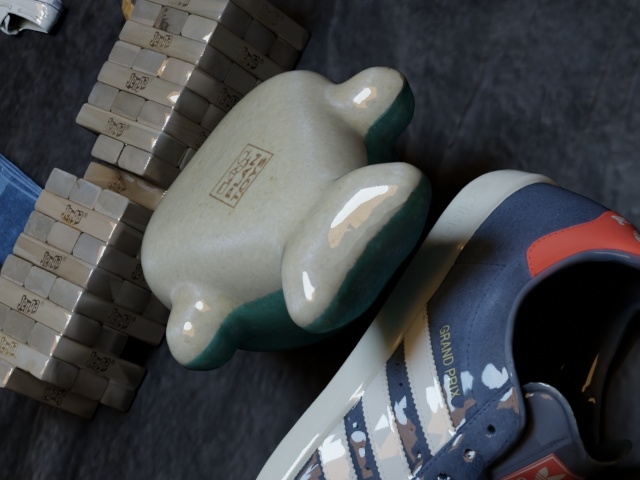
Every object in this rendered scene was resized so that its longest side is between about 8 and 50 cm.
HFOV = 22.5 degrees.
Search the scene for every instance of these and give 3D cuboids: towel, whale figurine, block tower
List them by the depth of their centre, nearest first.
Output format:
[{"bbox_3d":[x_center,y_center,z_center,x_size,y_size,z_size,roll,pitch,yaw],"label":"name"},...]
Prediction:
[{"bbox_3d":[0.000,0.000,0.952,0.216,0.141,0.272,-53,21,-6],"label":"whale figurine"},{"bbox_3d":[-0.126,-0.041,1.132,0.091,0.097,0.335,21,84,40],"label":"block tower"},{"bbox_3d":[-0.246,-0.022,1.251,0.119,0.029,0.067,36,93,41],"label":"towel"}]

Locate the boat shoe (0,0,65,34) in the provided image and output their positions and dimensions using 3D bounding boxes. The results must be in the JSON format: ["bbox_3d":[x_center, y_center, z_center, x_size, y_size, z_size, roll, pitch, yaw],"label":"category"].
[{"bbox_3d":[-0.256,-0.189,1.334,0.100,0.035,0.035,14,75,32],"label":"boat shoe"}]

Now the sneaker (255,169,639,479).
[{"bbox_3d":[0.075,0.128,0.879,0.148,0.131,0.350,25,84,45],"label":"sneaker"}]

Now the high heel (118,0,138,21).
[{"bbox_3d":[-0.166,-0.299,1.218,0.093,0.186,0.261,-10,63,32],"label":"high heel"}]
